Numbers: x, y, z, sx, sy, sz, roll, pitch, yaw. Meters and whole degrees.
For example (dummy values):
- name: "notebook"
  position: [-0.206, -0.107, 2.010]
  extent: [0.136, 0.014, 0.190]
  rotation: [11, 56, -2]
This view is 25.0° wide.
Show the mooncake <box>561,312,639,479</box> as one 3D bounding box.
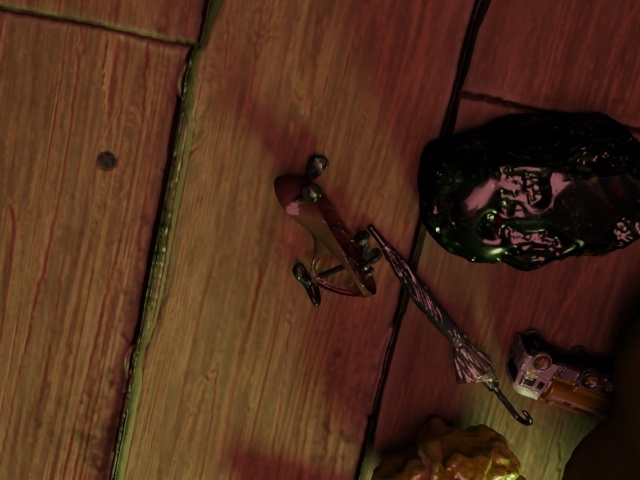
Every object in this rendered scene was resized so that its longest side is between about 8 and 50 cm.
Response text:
- name: "mooncake"
  position: [0.482, 0.239, 1.410]
  extent: [0.467, 0.262, 0.467]
  rotation: [-7, 114, -16]

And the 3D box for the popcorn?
- name: "popcorn"
  position: [0.131, 0.246, 1.460]
  extent: [0.145, 0.126, 0.126]
  rotation: [-28, 105, 30]

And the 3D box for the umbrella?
- name: "umbrella"
  position: [0.124, 0.091, 1.451]
  extent: [0.044, 0.044, 0.269]
  rotation: [-44, 102, -21]

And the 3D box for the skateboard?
- name: "skateboard"
  position: [0.000, 0.000, 1.386]
  extent: [0.080, 0.067, 0.151]
  rotation: [-24, 114, 19]

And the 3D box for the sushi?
- name: "sushi"
  position: [0.204, -0.048, 1.355]
  extent: [0.225, 0.127, 0.124]
  rotation: [-6, 111, -2]

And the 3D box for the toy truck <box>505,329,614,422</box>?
- name: "toy truck"
  position: [0.248, 0.142, 1.472]
  extent: [0.123, 0.052, 0.063]
  rotation: [20, 113, -15]
